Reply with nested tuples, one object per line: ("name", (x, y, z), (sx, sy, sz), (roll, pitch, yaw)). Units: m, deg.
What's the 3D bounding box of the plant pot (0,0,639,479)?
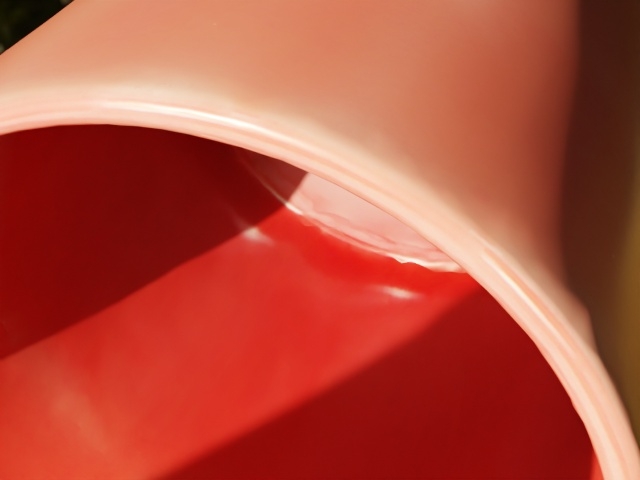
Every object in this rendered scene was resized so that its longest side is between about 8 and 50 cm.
("plant pot", (0.000, 0.000, 0.650), (0.275, 0.275, 0.243), (-9, 33, 28))
